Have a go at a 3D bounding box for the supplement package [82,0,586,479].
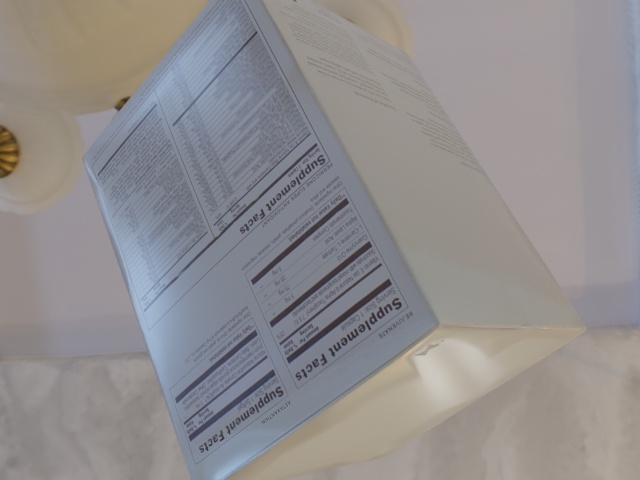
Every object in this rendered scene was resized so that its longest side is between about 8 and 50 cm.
[{"bbox_3d":[0.000,0.000,0.512,0.198,0.199,0.263,-41,-119,28],"label":"supplement package"}]
